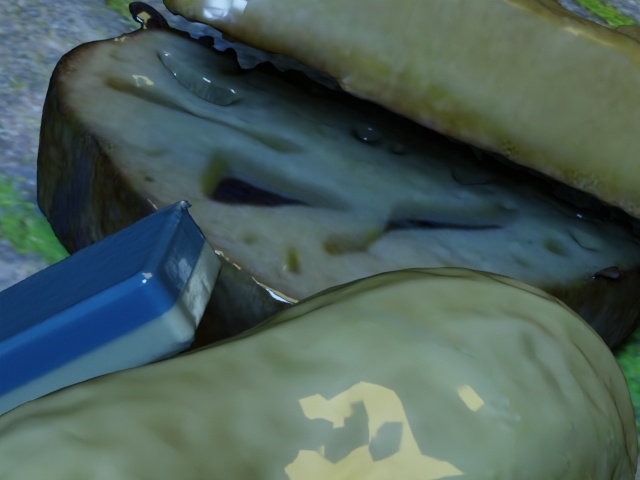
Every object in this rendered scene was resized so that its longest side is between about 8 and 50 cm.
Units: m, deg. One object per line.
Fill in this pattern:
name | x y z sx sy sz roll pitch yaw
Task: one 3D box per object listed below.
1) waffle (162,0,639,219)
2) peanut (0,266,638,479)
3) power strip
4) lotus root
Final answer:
waffle | 0.102 -0.076 0.831 0.348 0.077 0.304 22 11 -8
peanut | -0.007 0.089 0.548 0.147 0.147 0.319 38 33 29
power strip | -0.093 0.034 0.622 0.032 0.123 0.056 57 21 -19
lotus root | 0.000 0.000 0.758 0.261 0.074 0.170 26 32 10
